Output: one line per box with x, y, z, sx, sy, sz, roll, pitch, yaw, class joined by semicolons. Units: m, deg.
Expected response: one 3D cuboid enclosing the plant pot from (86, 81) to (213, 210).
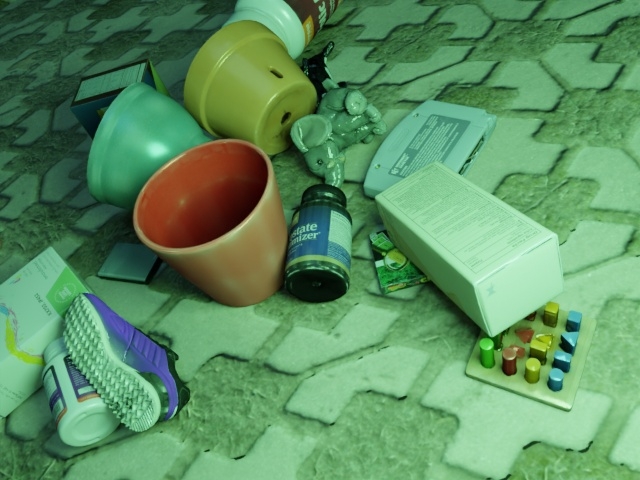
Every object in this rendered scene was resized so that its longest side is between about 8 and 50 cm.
-0.366;-0.186;1.280;0.196;0.293;0.293;23;59;2;plant pot

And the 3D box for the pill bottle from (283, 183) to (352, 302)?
0.000;0.000;1.075;0.122;0.123;0.219;-7;50;14;pill bottle

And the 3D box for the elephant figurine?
0.016;-0.219;1.242;0.239;0.169;0.186;-47;21;0;elephant figurine

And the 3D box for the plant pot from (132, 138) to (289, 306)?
-0.178;-0.016;1.070;0.275;0.243;0.275;-10;49;12;plant pot

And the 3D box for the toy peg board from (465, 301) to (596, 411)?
0.327;0.152;0.864;0.160;0.079;0.161;15;59;29;toy peg board

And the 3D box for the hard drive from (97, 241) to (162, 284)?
-0.421;0.051;1.249;0.135;0.022;0.094;5;54;22;hard drive

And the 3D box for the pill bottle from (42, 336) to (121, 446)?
-0.445;0.268;1.021;0.108;0.108;0.193;-35;49;-10;pill bottle

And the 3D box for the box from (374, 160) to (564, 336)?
0.231;-0.002;0.914;0.148;0.121;0.311;-30;35;-5;box

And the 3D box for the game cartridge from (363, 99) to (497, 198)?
0.227;-0.185;1.194;0.196;0.060;0.294;23;62;29;game cartridge

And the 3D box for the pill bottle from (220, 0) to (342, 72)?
-0.103;-0.652;1.580;0.224;0.224;0.392;15;59;29;pill bottle

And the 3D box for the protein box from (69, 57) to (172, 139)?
-0.509;-0.340;1.481;0.201;0.200;0.136;-12;49;10;protein box

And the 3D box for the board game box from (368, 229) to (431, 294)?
0.229;0.010;1.050;0.259;0.030;0.136;-16;51;7;board game box

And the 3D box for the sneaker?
-0.343;0.210;1.010;0.293;0.146;0.102;46;111;22;sneaker

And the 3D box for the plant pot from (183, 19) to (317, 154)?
-0.145;-0.341;1.323;0.203;0.291;0.291;40;72;22;plant pot

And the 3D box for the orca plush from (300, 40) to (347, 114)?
-0.007;-0.442;1.453;0.151;0.102;0.287;3;53;21;orca plush

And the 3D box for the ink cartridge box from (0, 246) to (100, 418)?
-0.626;0.203;1.131;0.353;0.119;0.207;-43;51;-17;ink cartridge box
